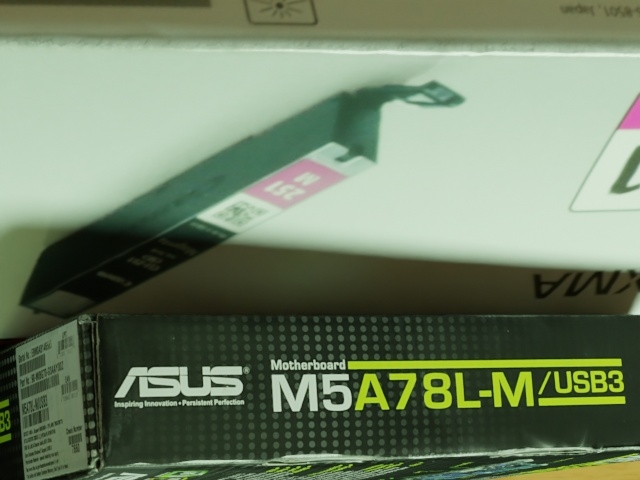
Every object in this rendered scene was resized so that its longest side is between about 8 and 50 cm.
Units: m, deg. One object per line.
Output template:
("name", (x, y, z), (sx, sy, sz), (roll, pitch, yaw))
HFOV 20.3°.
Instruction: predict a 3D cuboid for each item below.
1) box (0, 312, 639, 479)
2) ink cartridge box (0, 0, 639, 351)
("box", (-0.015, 0.054, 0.531), (0.184, 0.045, 0.191), (-1, 169, -27))
("ink cartridge box", (0.000, 0.000, 0.509), (0.275, 0.060, 0.239), (-1, 146, -16))
